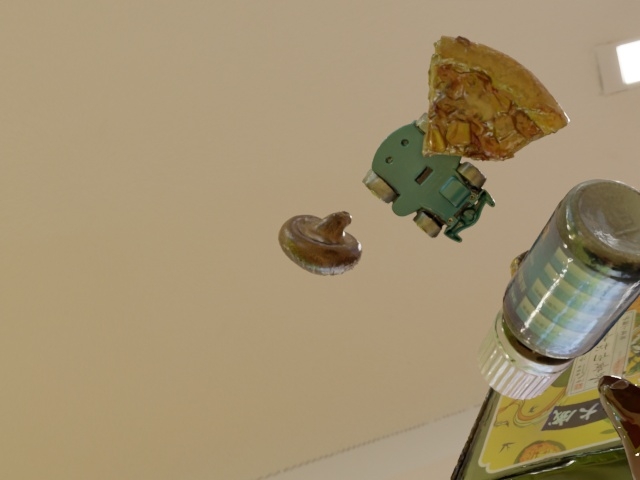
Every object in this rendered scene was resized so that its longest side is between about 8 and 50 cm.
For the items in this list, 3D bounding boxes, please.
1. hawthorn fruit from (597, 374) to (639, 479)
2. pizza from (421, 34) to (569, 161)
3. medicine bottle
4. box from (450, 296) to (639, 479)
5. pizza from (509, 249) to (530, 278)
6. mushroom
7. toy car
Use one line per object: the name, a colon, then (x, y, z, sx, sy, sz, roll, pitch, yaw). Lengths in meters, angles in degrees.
hawthorn fruit: (0.353, 0.124, 0.497, 0.311, 0.295, 0.295, -31, -78, 11)
pizza: (0.183, -0.156, 1.028, 0.161, 0.062, 0.182, -43, -85, 17)
medicine bottle: (0.184, 0.047, 0.652, 0.083, 0.203, 0.083, 7, -130, -8)
box: (0.422, 0.215, 1.206, 0.138, 0.373, 0.420, 55, -141, -14)
pizza: (0.517, 0.094, 1.548, 0.251, 0.074, 0.287, -27, -122, -12)
mushroom: (-0.001, 0.006, 1.271, 0.126, 0.085, 0.109, 32, -120, 24)
toy car: (0.145, -0.080, 1.123, 0.161, 0.098, 0.126, 40, -82, -2)
